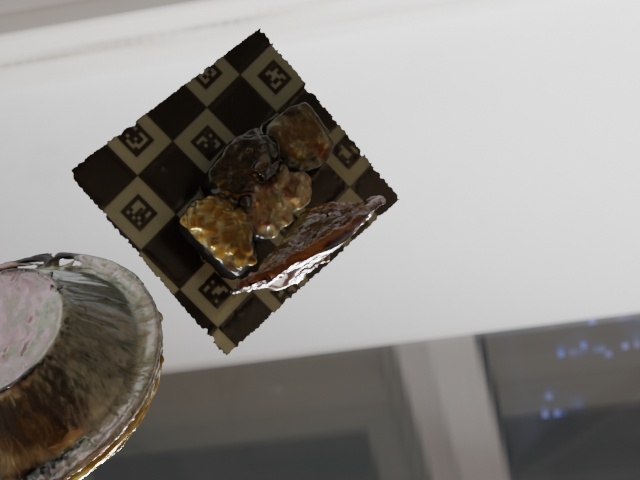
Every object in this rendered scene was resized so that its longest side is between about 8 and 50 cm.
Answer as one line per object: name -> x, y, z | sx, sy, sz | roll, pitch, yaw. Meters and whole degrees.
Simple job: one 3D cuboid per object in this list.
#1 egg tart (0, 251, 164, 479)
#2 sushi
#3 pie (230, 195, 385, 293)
egg tart -> -0.228, 0.094, 1.400 | 0.094, 0.234, 0.234 | 63, -158, -46
sushi -> -0.056, -0.050, 1.503 | 0.192, 0.215, 0.050 | 50, 154, -4
pie -> 0.002, -0.001, 1.366 | 0.033, 0.088, 0.191 | 59, -155, -7
